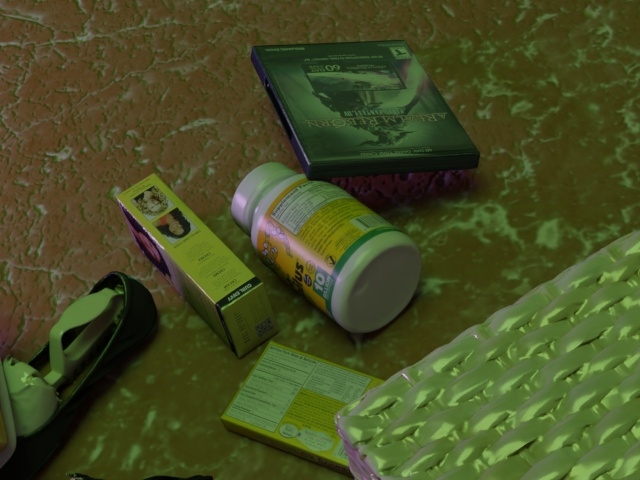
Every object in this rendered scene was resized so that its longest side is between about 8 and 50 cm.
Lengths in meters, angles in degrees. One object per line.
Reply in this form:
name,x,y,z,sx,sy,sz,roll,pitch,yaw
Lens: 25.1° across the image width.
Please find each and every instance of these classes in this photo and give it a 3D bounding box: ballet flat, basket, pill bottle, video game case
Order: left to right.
ballet flat,-0.284,0.138,1.516,0.095,0.096,0.280,22,60,29
pill bottle,0.000,0.000,1.535,0.117,0.118,0.208,-39,51,-17
video game case,0.045,-0.156,1.647,0.196,0.026,0.274,-4,34,-15
basket,0.234,0.226,1.124,0.331,0.266,0.328,-29,48,-11

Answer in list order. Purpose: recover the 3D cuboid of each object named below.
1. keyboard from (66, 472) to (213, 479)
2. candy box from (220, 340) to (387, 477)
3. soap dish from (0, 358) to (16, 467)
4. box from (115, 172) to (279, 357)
keyboard,-0.104,0.268,1.249,0.201,0.317,0.033,43,113,35
candy box,0.011,0.175,1.442,0.205,0.027,0.105,17,54,28
soap dish,-0.438,0.158,1.478,0.229,0.118,0.291,-42,46,19
box,-0.138,0.024,1.580,0.058,0.087,0.232,-34,48,-16
